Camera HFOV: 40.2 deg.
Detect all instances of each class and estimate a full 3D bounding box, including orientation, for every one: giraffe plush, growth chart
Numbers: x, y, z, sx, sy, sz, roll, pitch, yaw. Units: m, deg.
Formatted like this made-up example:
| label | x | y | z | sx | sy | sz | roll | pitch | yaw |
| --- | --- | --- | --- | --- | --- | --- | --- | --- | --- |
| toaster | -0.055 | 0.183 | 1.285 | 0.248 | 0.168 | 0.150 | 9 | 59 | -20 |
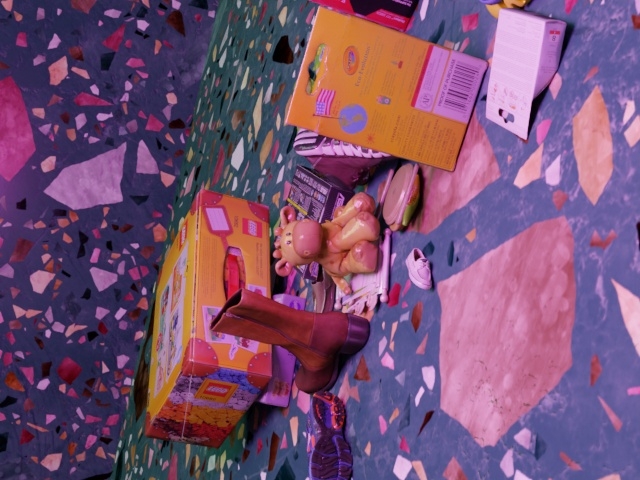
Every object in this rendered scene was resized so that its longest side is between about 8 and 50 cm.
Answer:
| label | x | y | z | sx | sy | sz | roll | pitch | yaw |
| --- | --- | --- | --- | --- | --- | --- | --- | --- | --- |
| giraffe plush | 0.000 | 0.000 | 1.711 | 0.210 | 0.170 | 0.182 | 123 | 150 | -46 |
| growth chart | 0.081 | 0.067 | 1.746 | 0.237 | 0.021 | 0.172 | 157 | 123 | -64 |

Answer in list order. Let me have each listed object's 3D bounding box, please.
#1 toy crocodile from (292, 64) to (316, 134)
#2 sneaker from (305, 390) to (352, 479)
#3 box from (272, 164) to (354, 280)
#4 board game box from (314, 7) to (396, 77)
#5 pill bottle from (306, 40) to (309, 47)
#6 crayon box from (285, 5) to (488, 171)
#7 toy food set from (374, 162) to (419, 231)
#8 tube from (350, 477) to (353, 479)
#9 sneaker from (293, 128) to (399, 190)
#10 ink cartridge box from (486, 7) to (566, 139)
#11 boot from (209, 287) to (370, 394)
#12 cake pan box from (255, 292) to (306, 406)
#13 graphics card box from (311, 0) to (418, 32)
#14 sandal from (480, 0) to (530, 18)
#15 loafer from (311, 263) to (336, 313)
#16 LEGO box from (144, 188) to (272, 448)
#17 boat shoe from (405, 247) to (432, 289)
| label | x | y | z | sx | sy | sz | roll | pitch | yaw |
| --- | --- | --- | --- | --- | --- | --- | --- | --- | --- |
| toy crocodile | 0.022 | -0.395 | 2.042 | 0.105 | 0.115 | 0.341 | -128 | 55 | -63 |
| sneaker | 0.010 | 0.401 | 1.667 | 0.087 | 0.083 | 0.221 | 110 | 167 | -45 |
| box | -0.022 | -0.045 | 2.019 | 0.270 | 0.060 | 0.216 | -141 | 66 | -67 |
| board game box | 0.081 | -0.373 | 1.844 | 0.275 | 0.144 | 0.142 | -98 | 29 | -44 |
| pill bottle | 0.022 | -0.502 | 2.156 | 0.137 | 0.078 | 0.078 | 148 | 132 | -61 |
| crayon box | 0.104 | -0.255 | 1.477 | 0.081 | 0.318 | 0.202 | -142 | 68 | -67 |
| toy food set | 0.154 | -0.081 | 1.645 | 0.192 | 0.038 | 0.133 | -165 | 94 | -79 |
| tube | 0.022 | 0.534 | 1.588 | 0.207 | 0.052 | 0.080 | -60 | 36 | 20 |
| sneaker | 0.096 | -0.171 | 1.758 | 0.281 | 0.162 | 0.106 | 5 | 59 | 35 |
| ink cartridge box | 0.317 | -0.262 | 1.361 | 0.145 | 0.045 | 0.179 | -127 | 36 | -62 |
| boot | -0.082 | 0.206 | 1.712 | 0.264 | 0.280 | 0.096 | 132 | 145 | -50 |
| cake pan box | -0.127 | 0.255 | 2.088 | 0.245 | 0.070 | 0.267 | -16 | 63 | 64 |
| graphics card box | 0.135 | -0.630 | 1.743 | 0.094 | 0.232 | 0.371 | -110 | 39 | -53 |
| sandal | 0.316 | -0.463 | 1.330 | 0.317 | 0.138 | 0.126 | -43 | 37 | 51 |
| loafer | 0.003 | 0.106 | 1.876 | 0.056 | 0.050 | 0.148 | 179 | 104 | -68 |
| LEGO box | -0.273 | 0.192 | 2.138 | 0.372 | 0.193 | 0.500 | 125 | 151 | -44 |
| boat shoe | 0.174 | 0.047 | 1.514 | 0.100 | 0.035 | 0.035 | -101 | 29 | -60 |
